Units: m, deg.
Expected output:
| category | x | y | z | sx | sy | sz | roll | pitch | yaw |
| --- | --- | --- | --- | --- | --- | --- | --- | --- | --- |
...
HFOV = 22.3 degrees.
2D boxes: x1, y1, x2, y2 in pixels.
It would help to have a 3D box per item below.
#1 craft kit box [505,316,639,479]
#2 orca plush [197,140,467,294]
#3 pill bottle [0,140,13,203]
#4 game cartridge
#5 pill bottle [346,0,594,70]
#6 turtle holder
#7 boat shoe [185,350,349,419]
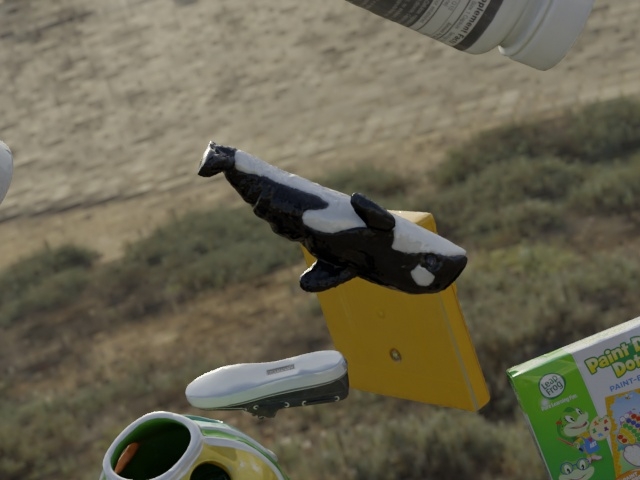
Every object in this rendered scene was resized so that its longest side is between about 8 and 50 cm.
| category | x | y | z | sx | sy | sz | roll | pitch | yaw |
| --- | --- | --- | --- | --- | --- | --- | --- | --- | --- |
| craft kit box | 0.395 | 0.233 | 2.057 | 0.250 | 0.247 | 0.061 | -22 | 4 | 1 |
| orca plush | 0.000 | 0.000 | 1.638 | 0.102 | 0.287 | 0.151 | -66 | 16 | -8 |
| pill bottle | -0.332 | -0.084 | 1.193 | 0.117 | 0.215 | 0.117 | -22 | 53 | 31 |
| game cartridge | 0.107 | 0.100 | 2.497 | 0.052 | 0.324 | 0.285 | -33 | 25 | -36 |
| pill bottle | 0.160 | -0.361 | 2.065 | 0.361 | 0.204 | 0.204 | 21 | 15 | -14 |
| turtle holder | -0.144 | 0.345 | 2.001 | 0.243 | 0.227 | 0.320 | -35 | 33 | -8 |
| boat shoe | -0.069 | 0.211 | 2.244 | 0.228 | 0.076 | 0.080 | -13 | 26 | 2 |
